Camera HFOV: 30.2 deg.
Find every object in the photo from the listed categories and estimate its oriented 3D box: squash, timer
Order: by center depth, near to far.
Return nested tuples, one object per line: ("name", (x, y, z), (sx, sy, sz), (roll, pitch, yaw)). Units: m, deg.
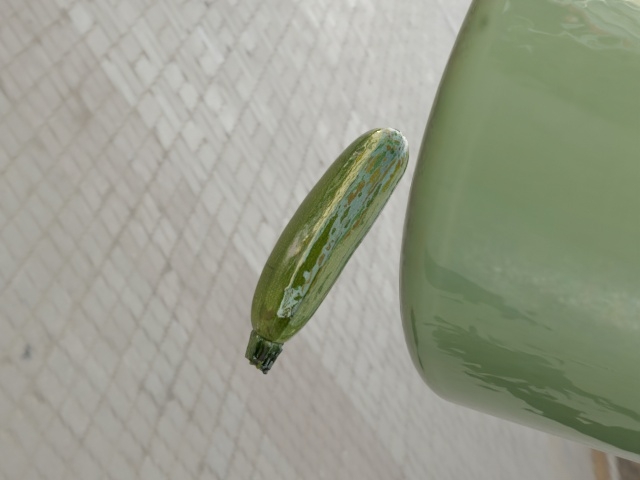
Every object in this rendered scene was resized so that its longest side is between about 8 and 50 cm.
("timer", (0.232, -0.003, 0.459), (0.315, 0.291, 0.291), (27, 1, 27))
("squash", (0.000, 0.000, 1.059), (0.066, 0.252, 0.066), (31, -12, 7))
